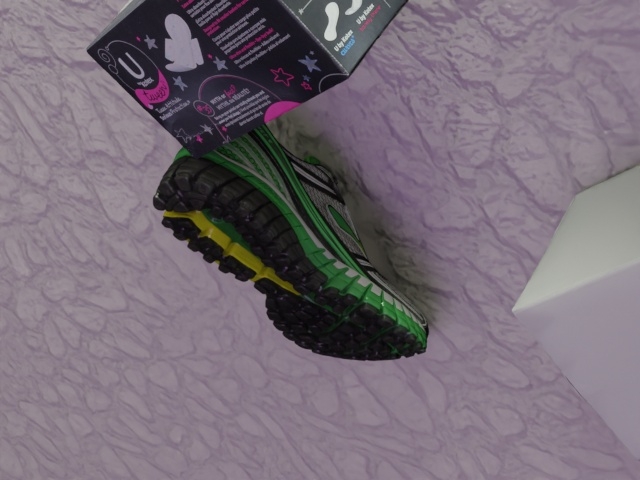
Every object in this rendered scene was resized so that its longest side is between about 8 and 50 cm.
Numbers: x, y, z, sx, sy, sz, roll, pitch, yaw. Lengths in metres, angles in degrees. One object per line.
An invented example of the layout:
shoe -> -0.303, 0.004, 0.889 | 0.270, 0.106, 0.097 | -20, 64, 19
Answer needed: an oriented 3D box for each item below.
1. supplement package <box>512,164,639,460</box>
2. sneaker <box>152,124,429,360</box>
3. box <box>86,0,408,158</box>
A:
supplement package -> 0.330, 0.021, 0.910 | 0.177, 0.175, 0.293 | 49, 136, -13
sneaker -> 0.000, 0.000, 1.157 | 0.134, 0.146, 0.343 | -13, 133, 41
box -> -0.051, -0.195, 0.962 | 0.142, 0.163, 0.247 | 46, 149, -17
